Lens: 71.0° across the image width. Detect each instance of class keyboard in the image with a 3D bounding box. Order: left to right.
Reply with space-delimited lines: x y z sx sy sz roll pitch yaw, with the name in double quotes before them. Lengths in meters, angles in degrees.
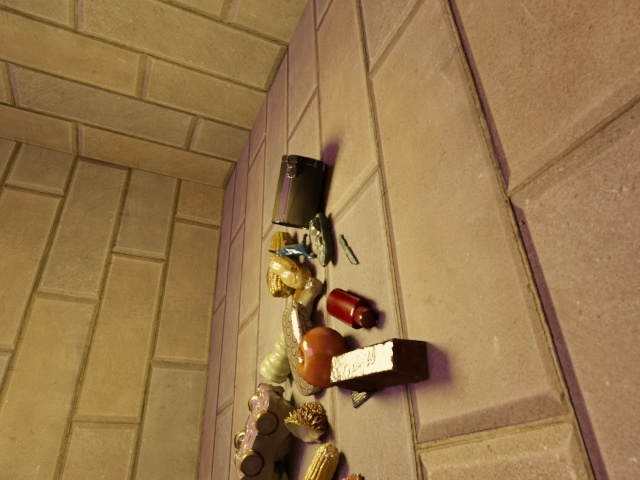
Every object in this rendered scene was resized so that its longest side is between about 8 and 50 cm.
"keyboard" 0.135 0.441 1.334 0.176 0.014 0.055 123 147 -43

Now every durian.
"durian" -0.043 0.646 1.590 0.139 0.144 0.252 58 140 5

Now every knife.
"knife" 0.097 0.035 1.625 0.028 0.015 0.210 -62 27 22

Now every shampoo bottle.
"shampoo bottle" 0.099 0.226 1.459 0.260 0.064 0.102 13 88 68

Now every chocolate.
"chocolate" 0.141 0.340 1.208 0.321 0.112 0.111 -36 44 53

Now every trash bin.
"trash bin" -0.096 -0.204 1.960 0.252 0.203 0.301 10 -89 -72

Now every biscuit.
"biscuit" -0.111 0.314 1.971 0.180 0.039 0.236 -127 54 -63

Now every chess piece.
"chess piece" -0.151 0.469 1.894 0.243 0.133 0.133 -63 26 19

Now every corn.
"corn" -0.181 0.106 2.113 0.131 0.131 0.344 128 147 -48
"corn" -0.005 0.749 1.429 0.081 0.081 0.248 -118 44 -58

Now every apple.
"apple" 0.002 0.385 1.485 0.201 0.162 0.201 -42 42 53

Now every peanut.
"peanut" -0.135 0.131 1.936 0.237 0.110 0.120 27 69 39

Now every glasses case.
"glasses case" -0.071 0.405 1.698 0.137 0.085 0.354 -44 53 43

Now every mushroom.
"mushroom" -0.054 0.245 1.807 0.092 0.081 0.223 -82 15 -66

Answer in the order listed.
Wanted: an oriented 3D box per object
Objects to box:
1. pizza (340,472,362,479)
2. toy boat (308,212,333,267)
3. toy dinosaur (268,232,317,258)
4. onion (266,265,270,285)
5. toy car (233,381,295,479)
"pizza" 0.098 0.704 1.280 0.099 0.029 0.100 -62 28 18
"toy boat" 0.000 0.000 1.784 0.078 0.085 0.260 124 149 -43
"toy dinosaur" -0.123 0.057 1.981 0.188 0.248 0.075 -82 -26 -59
"onion" -0.219 0.190 2.209 0.151 0.099 0.205 -66 25 25
"toy car" -0.190 0.758 1.749 0.335 0.227 0.242 -69 16 -6
